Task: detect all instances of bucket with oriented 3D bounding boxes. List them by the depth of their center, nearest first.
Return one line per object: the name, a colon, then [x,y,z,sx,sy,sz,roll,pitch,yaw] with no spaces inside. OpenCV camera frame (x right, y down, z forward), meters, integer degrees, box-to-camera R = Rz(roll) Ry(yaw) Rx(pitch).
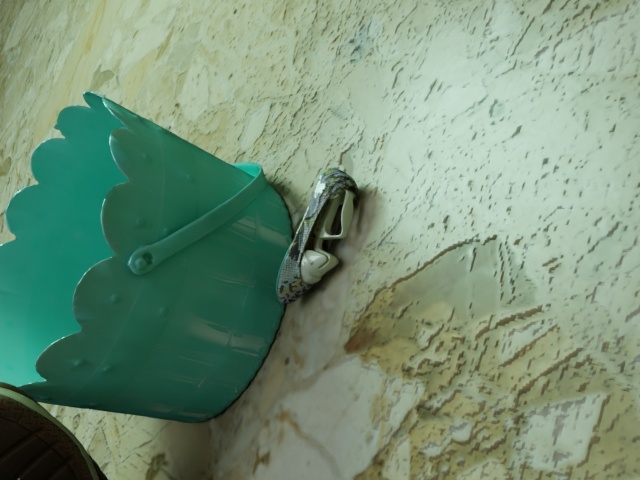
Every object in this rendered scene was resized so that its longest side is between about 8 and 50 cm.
bucket: [-0.165,0.024,0.727,0.281,0.183,0.281,-30,49,42]

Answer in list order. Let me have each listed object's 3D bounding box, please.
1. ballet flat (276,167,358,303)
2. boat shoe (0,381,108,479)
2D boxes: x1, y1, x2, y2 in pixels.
ballet flat: [0.000,0.000,0.639,0.041,0.041,0.114,24,92,57]
boat shoe: [-0.214,0.205,0.651,0.095,0.258,0.095,-29,29,-12]
